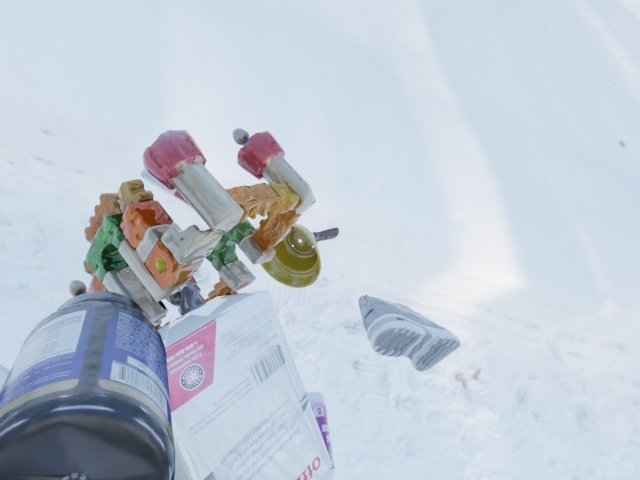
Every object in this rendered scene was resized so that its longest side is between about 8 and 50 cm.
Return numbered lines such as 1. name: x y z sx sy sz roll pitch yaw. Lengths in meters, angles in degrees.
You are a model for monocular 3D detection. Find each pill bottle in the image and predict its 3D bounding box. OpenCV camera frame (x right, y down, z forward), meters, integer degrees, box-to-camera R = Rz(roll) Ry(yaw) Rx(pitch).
1. pill bottle: -0.185 0.123 0.391 0.122 0.123 0.219 12 11 -22
2. pill bottle: -0.050 0.585 1.341 0.169 0.169 0.302 4 65 -27

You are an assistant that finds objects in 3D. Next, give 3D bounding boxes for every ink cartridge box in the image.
1. ink cartridge box: -0.363 -0.141 1.274 0.175 0.127 0.072 30 82 24
2. ink cartridge box: -0.123 0.236 0.634 0.207 0.117 0.283 -29 103 -49

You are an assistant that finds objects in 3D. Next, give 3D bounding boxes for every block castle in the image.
1. block castle: -0.251 0.008 0.881 0.213 0.453 0.303 47 29 14

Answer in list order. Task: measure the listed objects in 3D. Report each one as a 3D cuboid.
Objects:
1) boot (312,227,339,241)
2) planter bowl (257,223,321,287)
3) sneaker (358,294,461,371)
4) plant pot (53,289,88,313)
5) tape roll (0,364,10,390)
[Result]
1. boot: 0.000 0.000 1.543 0.114 0.106 0.037 -16 66 -33
2. planter bowl: -0.075 0.020 1.365 0.217 0.217 0.090 41 41 2
3. sneaker: 0.176 0.167 0.934 0.281 0.105 0.115 33 21 -45
4. plant pot: -0.659 0.326 1.504 0.256 0.274 0.257 -1 53 2
5. tape roll: -0.389 0.233 0.416 0.246 0.169 0.246 28 26 -15
